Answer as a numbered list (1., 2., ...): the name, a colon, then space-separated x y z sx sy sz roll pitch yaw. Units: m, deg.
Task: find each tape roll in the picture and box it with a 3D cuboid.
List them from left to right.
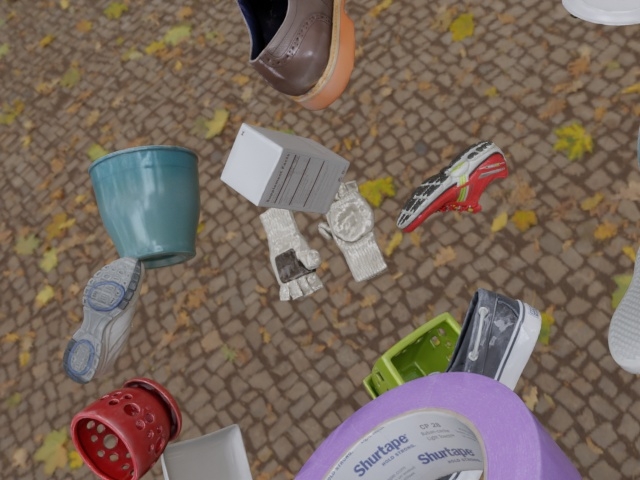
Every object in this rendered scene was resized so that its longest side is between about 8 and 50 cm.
1. tape roll: 0.080 0.242 0.584 0.275 0.090 0.275 -34 20 14

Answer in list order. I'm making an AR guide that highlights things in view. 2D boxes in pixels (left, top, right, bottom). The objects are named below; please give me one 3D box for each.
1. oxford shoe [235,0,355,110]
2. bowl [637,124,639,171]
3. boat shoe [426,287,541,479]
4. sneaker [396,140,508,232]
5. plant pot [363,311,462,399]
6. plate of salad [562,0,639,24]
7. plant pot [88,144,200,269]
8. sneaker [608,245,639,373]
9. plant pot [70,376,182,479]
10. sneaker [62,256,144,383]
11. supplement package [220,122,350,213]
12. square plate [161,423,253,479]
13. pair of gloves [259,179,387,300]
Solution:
1. oxford shoe: -0.037 -0.351 0.919 0.130 0.132 0.364 -30 54 39
2. bowl: 0.587 -0.154 0.905 0.311 0.311 0.163 -39 36 -3
3. boat shoe: 0.179 0.208 0.912 0.102 0.108 0.301 23 95 -4
4. sneaker: 0.293 -0.096 1.520 0.279 0.118 0.107 -38 14 -1
5. plant pot: 0.246 0.338 1.641 0.228 0.207 0.227 -28 75 -29
6. plate of salad: 0.589 -0.474 1.416 0.199 0.048 0.200 -4 45 4
7. plant pot: -0.420 -0.067 1.745 0.271 0.271 0.255 -14 78 17
8. sneaker: 0.667 0.131 1.334 0.366 0.150 0.135 -52 12 -33
9. plant pot: -0.414 0.406 1.528 0.191 0.191 0.174 3 25 28
10. sneaker: -0.469 0.172 1.570 0.111 0.129 0.297 27 92 16
11. supplement package: -0.057 -0.117 1.181 0.105 0.179 0.105 37 110 35
12. square plate: -0.273 0.667 1.789 0.049 0.347 0.344 -20 78 23
13. pair of gloves: 0.000 0.000 1.397 0.240 0.042 0.204 -18 81 19
